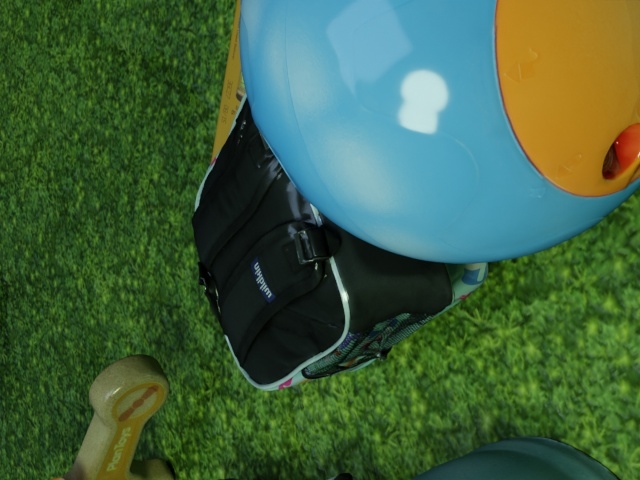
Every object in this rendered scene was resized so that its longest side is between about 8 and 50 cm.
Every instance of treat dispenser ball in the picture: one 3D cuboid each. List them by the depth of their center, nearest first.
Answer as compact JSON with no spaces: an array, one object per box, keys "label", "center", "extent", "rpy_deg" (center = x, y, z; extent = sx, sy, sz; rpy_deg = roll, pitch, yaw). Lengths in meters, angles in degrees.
[{"label":"treat dispenser ball","center":[0.092,-0.128,0.785],"extent":[0.288,0.288,0.288],"rpy_deg":[8,100,54]}]

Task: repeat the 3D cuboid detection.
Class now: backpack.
[{"label":"backpack","center":[0.000,0.000,1.008],"extent":[0.253,0.191,0.225],"rpy_deg":[-44,61,53]}]

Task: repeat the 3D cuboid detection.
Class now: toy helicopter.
[{"label":"toy helicopter","center":[-0.261,0.262,1.362],"extent":[0.140,0.234,0.355],"rpy_deg":[53,133,37]}]

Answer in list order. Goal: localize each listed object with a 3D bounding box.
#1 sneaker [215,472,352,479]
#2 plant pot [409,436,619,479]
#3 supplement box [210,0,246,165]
[{"label":"sneaker","center":[-0.022,0.287,1.123],"extent":[0.127,0.182,0.315],"rpy_deg":[60,179,-8]},{"label":"plant pot","center":[0.100,0.304,0.901],"extent":[0.293,0.196,0.293],"rpy_deg":[9,101,54]},{"label":"supplement box","center":[-0.045,-0.126,1.159],"extent":[0.078,0.080,0.234],"rpy_deg":[33,121,47]}]
